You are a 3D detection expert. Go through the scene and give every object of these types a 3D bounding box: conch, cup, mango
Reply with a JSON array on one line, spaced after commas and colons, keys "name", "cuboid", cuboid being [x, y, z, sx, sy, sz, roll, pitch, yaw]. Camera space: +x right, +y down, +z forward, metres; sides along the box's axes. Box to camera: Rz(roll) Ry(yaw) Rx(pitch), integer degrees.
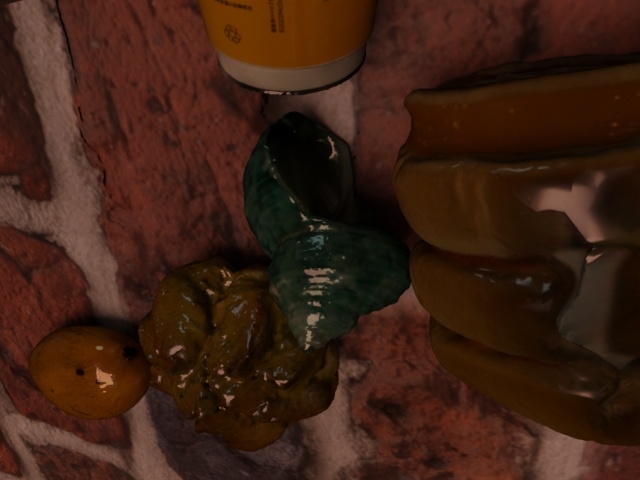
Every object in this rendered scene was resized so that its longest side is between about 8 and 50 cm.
[{"name": "conch", "cuboid": [-0.001, 0.004, 0.572, 0.196, 0.202, 0.134, 23, 127, -36]}, {"name": "cup", "cuboid": [-0.027, -0.254, 0.406, 0.196, 0.196, 0.279, 14, 141, 14]}, {"name": "mango", "cuboid": [-0.365, 0.207, 0.898, 0.262, 0.109, 0.157, -22, 115, 34]}]

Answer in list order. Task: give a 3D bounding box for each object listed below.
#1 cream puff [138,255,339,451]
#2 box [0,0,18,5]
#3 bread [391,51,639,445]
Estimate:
[{"name": "cream puff", "cuboid": [-0.098, 0.138, 0.713, 0.244, 0.196, 0.244, -3, 141, -2]}, {"name": "box", "cuboid": [-0.261, -0.298, 0.506, 0.233, 0.149, 0.067, -31, 109, 35]}, {"name": "bread", "cuboid": [0.214, 0.026, 0.481, 0.301, 0.210, 0.341, 3, 122, 23]}]
